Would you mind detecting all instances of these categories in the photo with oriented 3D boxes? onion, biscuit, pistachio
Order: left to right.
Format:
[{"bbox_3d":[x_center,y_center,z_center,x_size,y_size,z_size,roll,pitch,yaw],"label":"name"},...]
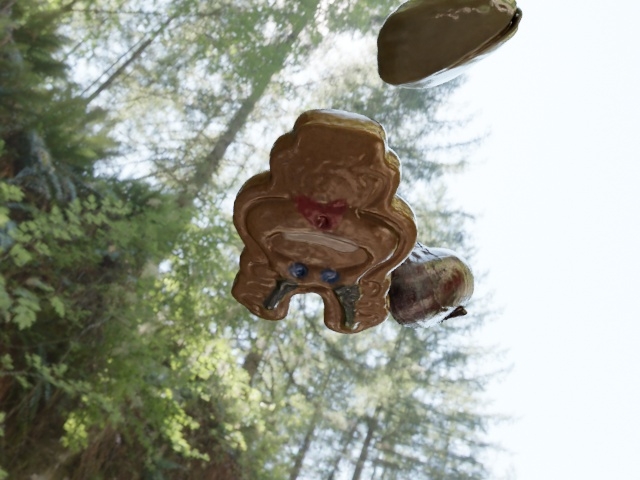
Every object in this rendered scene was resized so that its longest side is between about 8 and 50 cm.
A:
[{"bbox_3d":[0.000,0.000,0.753,0.202,0.047,0.334,12,-43,0],"label":"biscuit"},{"bbox_3d":[0.172,0.054,1.010,0.098,0.206,0.151,-11,-87,29],"label":"onion"},{"bbox_3d":[0.151,-0.249,0.830,0.185,0.126,0.108,-21,-51,24],"label":"pistachio"}]
